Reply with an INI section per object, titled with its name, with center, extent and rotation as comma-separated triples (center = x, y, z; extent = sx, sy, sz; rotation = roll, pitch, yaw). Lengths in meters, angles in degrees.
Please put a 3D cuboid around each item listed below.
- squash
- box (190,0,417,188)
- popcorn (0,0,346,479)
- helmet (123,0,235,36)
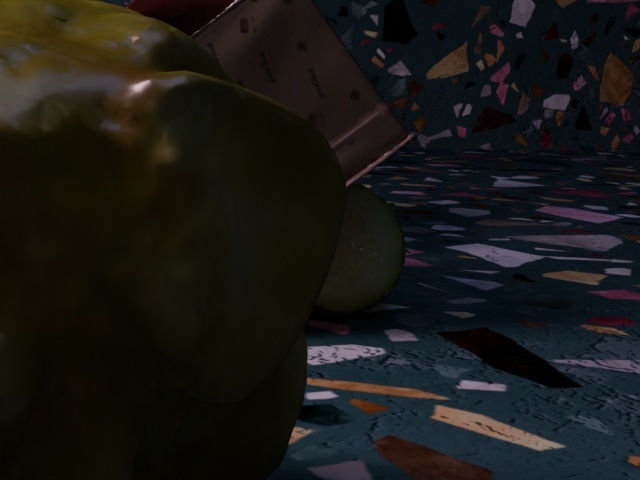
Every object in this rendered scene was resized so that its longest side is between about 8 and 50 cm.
[squash]
center = 0.015, -0.007, 1.151
extent = 0.137, 0.137, 0.287
rotation = 2, 6, -3
[box]
center = -0.104, -0.091, 0.999
extent = 0.297, 0.190, 0.225
rotation = -36, 13, -3
[popcorn]
center = -0.170, 0.012, 0.496
extent = 0.334, 0.292, 0.293
rotation = 1, 3, -40
[helmet]
center = -0.133, -0.141, 1.407
extent = 0.337, 0.385, 0.230
rotation = 0, -31, -6
